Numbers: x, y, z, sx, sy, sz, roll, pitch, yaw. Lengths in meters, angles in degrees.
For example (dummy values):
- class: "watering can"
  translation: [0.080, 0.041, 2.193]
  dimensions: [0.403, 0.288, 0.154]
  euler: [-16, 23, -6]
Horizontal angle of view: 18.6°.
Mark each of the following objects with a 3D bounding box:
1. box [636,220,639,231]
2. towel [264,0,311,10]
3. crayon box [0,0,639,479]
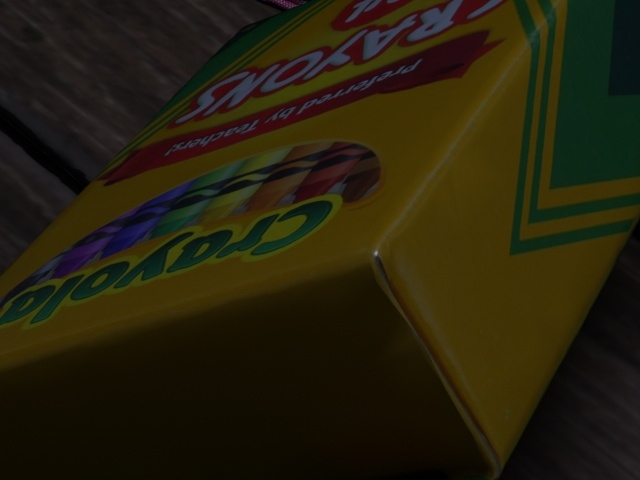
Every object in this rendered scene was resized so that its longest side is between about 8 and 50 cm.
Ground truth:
- class: "box"
  translation: [0.280, -0.055, 0.797]
  dimensions: [0.270, 0.143, 0.165]
  euler: [-14, 42, -24]
- class: "towel"
  translation: [0.001, -0.165, 0.983]
  dimensions: [0.197, 0.029, 0.144]
  euler: [28, 42, 24]
- class: "crayon box"
  translation: [0.000, 0.000, 0.648]
  dimensions: [0.202, 0.081, 0.318]
  euler: [-17, 23, 35]
